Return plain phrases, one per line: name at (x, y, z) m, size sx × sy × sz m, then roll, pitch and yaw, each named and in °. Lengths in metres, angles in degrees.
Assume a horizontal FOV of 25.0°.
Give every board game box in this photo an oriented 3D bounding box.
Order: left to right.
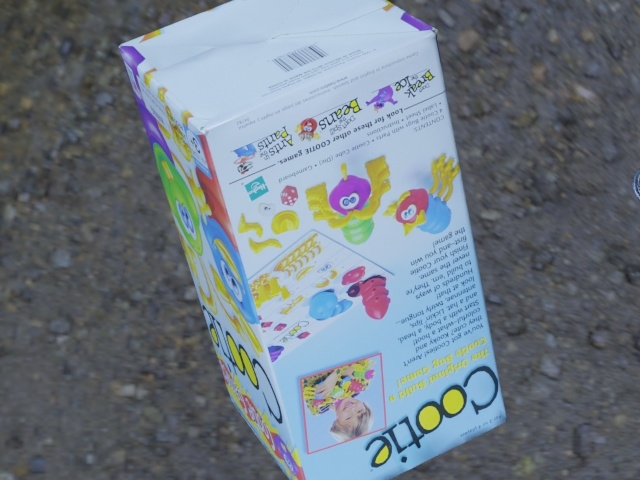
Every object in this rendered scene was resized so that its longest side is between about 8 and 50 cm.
board game box at (0.000, 0.000, 0.874) m, size 0.144 × 0.275 × 0.142 m, roll -24°, pitch 33°, yaw -15°

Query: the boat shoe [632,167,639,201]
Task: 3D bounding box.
boat shoe at (0.411, -0.026, 1.458) m, size 0.254 × 0.079 × 0.095 m, roll 33°, pitch 118°, yaw 41°
